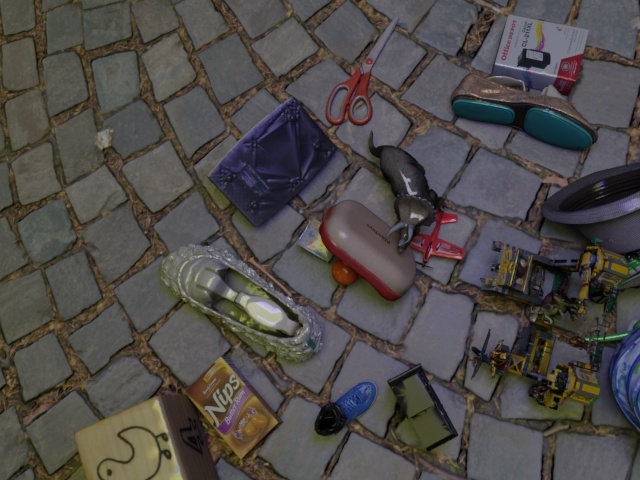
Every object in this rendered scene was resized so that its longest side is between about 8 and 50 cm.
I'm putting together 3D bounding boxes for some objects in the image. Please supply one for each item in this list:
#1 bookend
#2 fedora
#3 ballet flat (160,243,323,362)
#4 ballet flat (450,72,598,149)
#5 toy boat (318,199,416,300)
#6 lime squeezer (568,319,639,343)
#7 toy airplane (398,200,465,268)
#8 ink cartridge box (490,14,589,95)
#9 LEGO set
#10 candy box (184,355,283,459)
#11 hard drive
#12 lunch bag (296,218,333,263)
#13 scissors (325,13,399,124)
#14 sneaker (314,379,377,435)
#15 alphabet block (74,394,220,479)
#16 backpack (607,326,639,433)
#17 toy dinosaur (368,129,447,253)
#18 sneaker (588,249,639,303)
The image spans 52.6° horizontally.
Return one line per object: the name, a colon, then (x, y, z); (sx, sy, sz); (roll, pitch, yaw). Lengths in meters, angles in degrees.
bookend: (0.198, 0.323, 1.242); (0.072, 0.157, 0.156); (-29, 74, 2)
fedora: (0.577, -0.053, 1.247); (0.243, 0.275, 0.124); (-31, 100, -22)
ballet flat: (-0.174, 0.112, 1.360); (0.408, 0.147, 0.147); (26, 82, 14)
ballet flat: (0.439, -0.290, 1.377); (0.315, 0.108, 0.106); (21, 68, 12)
toy boat: (0.081, 0.039, 1.333); (0.231, 0.151, 0.151); (39, 126, -7)
lime squeezer: (0.644, 0.143, 1.269); (0.310, 0.059, 0.110); (-36, 75, 0)
toy airplane: (0.241, -0.012, 1.378); (0.151, 0.028, 0.151); (-4, 74, 14)
ink cartridge box: (0.473, -0.403, 1.409); (0.175, 0.072, 0.128); (15, 81, 11)
LEGO set: (0.397, 0.135, 1.203); (0.192, 0.255, 0.332); (17, 92, -15)
candy box: (-0.181, 0.346, 1.349); (0.109, 0.053, 0.186); (-44, 74, -2)
hard drive: (-0.106, -0.172, 1.418); (0.254, 0.054, 0.172); (-44, 107, -4)
lunch bag: (0.000, 0.000, 1.400); (0.083, 0.053, 0.071); (30, 85, 3)
scissors: (0.095, -0.399, 1.491); (0.108, 0.021, 0.297); (14, 81, 13)
sneaker: (0.051, 0.337, 1.298); (0.152, 0.084, 0.058); (-36, 75, -1)
alphabet block: (-0.336, 0.432, 1.280); (0.192, 0.193, 0.197); (-24, 75, 1)
backpack: (0.688, 0.291, 1.139); (0.290, 0.273, 0.355); (-51, 63, 18)
toy dinosaur: (0.178, -0.123, 1.332); (0.120, 0.160, 0.314); (-19, 67, 13)
sneaker: (0.670, 0.053, 1.211); (0.343, 0.134, 0.146); (-26, 92, 30)
